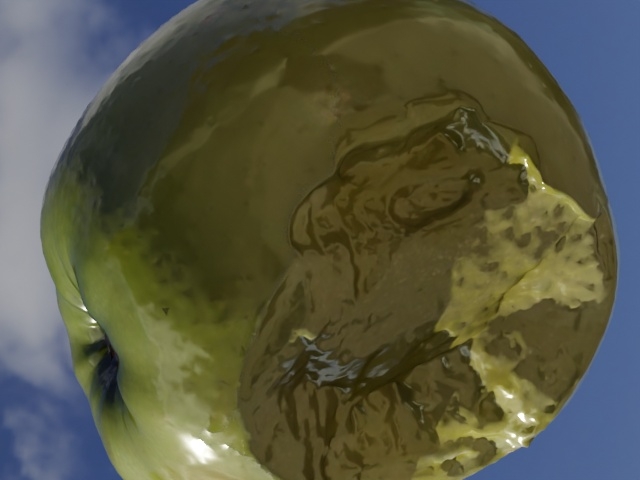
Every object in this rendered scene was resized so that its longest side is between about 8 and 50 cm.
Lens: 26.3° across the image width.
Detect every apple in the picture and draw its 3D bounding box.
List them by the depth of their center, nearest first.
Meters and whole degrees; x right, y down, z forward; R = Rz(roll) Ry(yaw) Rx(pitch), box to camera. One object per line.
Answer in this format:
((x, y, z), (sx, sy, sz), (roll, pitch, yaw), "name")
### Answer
((0.000, 0.000, 0.663), (0.279, 0.279, 0.279), (6, -98, -58), "apple")
